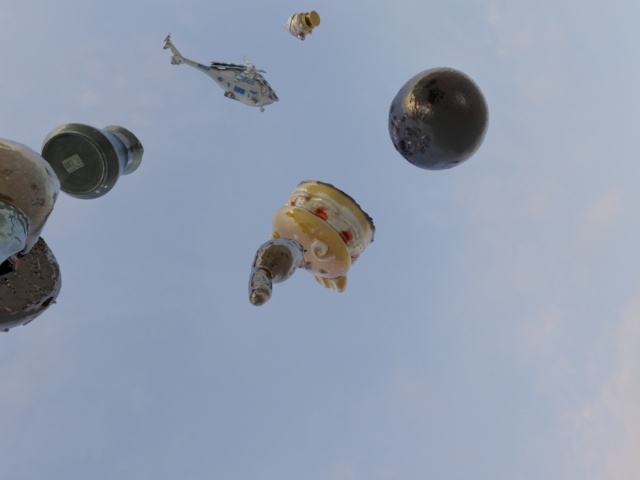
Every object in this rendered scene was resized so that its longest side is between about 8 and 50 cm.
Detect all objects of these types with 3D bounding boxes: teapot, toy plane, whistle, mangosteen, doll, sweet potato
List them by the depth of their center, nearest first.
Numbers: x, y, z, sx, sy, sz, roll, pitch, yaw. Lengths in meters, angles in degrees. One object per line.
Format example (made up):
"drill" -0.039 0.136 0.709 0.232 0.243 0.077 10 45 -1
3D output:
"whistle" -0.476 -0.027 0.668 0.189 0.189 0.347 6 -143 -26
"mangosteen" 0.177 -0.181 0.708 0.153 0.152 0.152 7 -106 -26
"sweet potato" -0.078 0.040 0.778 0.074 0.075 0.269 53 -161 -6
"teapot" -0.544 -0.193 1.139 0.203 0.225 0.171 -19 -74 7
"toy plane" -0.237 -0.385 1.139 0.273 0.107 0.182 4 -137 -27
"doll" -0.062 -0.651 1.470 0.073 0.127 0.084 0 -92 -48

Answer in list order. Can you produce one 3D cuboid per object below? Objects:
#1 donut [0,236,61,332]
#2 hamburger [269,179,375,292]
"donut" -0.643 0.061 0.923 0.270 0.103 0.269 39 -153 -24
"hamburger" 0.000 0.000 1.317 0.186 0.261 0.302 -56 -35 -23
